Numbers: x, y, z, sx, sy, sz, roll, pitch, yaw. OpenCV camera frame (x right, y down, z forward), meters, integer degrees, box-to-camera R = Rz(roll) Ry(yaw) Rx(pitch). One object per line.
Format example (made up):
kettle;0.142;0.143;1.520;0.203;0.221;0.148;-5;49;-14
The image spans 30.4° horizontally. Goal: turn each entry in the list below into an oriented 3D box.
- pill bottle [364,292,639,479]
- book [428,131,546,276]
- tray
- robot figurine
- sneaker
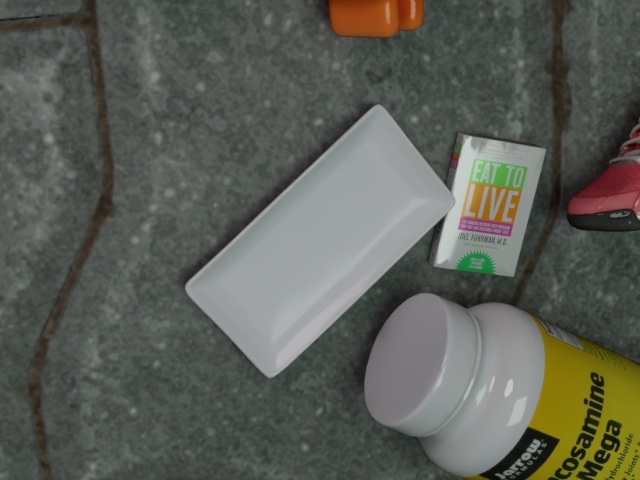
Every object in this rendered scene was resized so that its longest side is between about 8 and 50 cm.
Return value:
pill bottle;0.220;0.178;1.245;0.334;0.188;0.188;24;95;-25
book;0.175;-0.038;1.257;0.096;0.035;0.144;7;103;-19
tray;0.000;0.000;1.195;0.270;0.030;0.145;-43;116;-6
robot figurine;0.046;-0.299;1.079;0.158;0.128;0.219;-10;109;-13
sneaker;0.382;-0.112;1.289;0.314;0.116;0.136;-27;103;-20
